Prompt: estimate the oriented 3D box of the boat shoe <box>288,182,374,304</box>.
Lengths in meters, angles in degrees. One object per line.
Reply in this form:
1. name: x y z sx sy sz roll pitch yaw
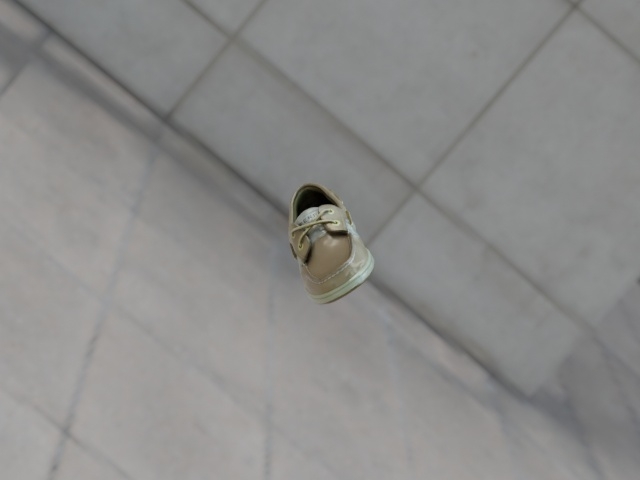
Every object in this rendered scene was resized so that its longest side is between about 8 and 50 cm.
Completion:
1. boat shoe: 0.000 0.000 1.150 0.045 0.050 0.135 57 2 -19
